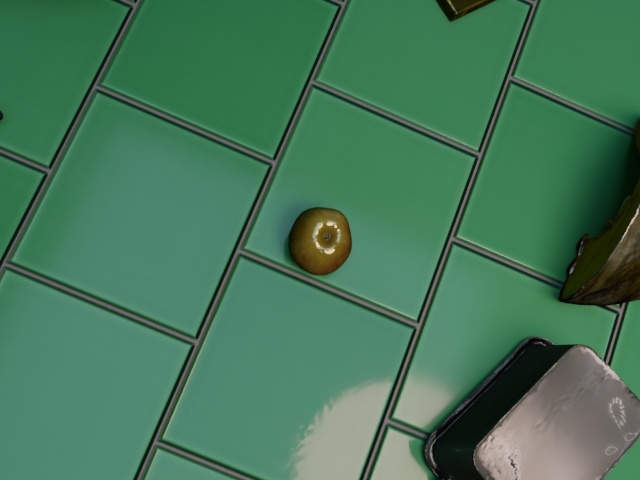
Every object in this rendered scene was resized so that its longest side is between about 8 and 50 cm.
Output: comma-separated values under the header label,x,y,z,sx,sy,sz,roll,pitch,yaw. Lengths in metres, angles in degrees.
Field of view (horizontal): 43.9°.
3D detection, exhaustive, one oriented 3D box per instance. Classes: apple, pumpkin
label,x,y,z,sx,sy,sz,roll,pitch,yaw
apple,0.000,0.000,0.978,0.084,0.071,0.084,2,78,-8
pumpkin,0.439,-0.036,1.003,0.148,0.169,0.312,26,75,0

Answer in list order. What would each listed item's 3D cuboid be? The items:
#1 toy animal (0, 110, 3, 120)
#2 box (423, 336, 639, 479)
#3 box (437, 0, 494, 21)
label,x,y,z,sx,sy,sz,roll,pitch,yaw
toy animal,-0.558,-0.074,0.884,0.302,0.225,0.284,9,57,5
box,0.258,0.231,0.935,0.243,0.135,0.163,-40,86,-14
box,0.186,-0.416,1.120,0.121,0.030,0.193,-29,83,-13
